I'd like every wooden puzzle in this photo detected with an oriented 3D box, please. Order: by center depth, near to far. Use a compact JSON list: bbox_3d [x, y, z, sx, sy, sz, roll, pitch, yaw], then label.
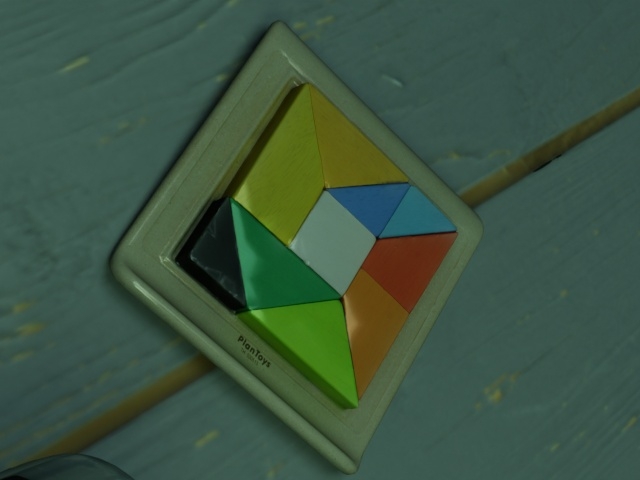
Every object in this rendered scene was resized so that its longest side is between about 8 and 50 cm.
[{"bbox_3d":[0.000,0.000,0.972,0.221,0.044,0.238,43,56,-21],"label":"wooden puzzle"}]

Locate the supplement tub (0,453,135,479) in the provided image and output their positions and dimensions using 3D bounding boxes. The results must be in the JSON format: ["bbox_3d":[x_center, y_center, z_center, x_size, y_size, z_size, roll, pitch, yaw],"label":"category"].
[{"bbox_3d":[-0.212,0.230,0.656,0.316,0.194,0.193,-16,88,-39],"label":"supplement tub"}]
